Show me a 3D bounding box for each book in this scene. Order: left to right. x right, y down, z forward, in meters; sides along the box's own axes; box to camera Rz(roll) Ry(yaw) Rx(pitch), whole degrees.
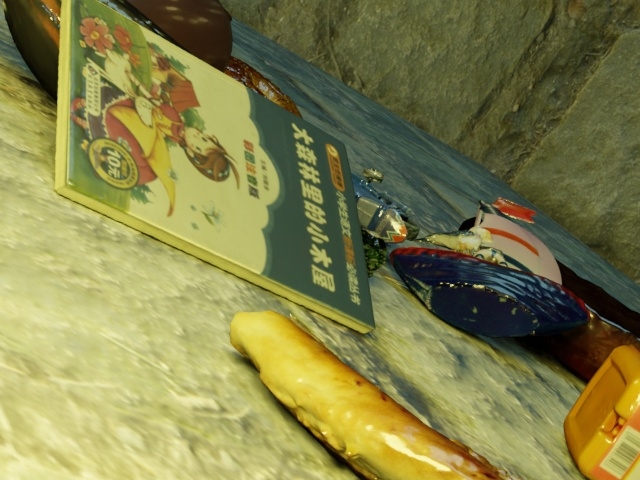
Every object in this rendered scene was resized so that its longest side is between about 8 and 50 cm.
[{"bbox_3d":[-0.084,-0.066,1.161,0.322,0.018,0.228,26,41,-35],"label":"book"}]

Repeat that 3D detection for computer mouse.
[{"bbox_3d":[-0.171,-0.146,1.290,0.323,0.116,0.183,38,11,-22],"label":"computer mouse"}]

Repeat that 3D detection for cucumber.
[{"bbox_3d":[0.000,-0.001,1.310,0.058,0.058,0.187,39,11,29],"label":"cucumber"}]

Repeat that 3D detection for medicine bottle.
[{"bbox_3d":[0.340,0.203,1.234,0.222,0.112,0.149,33,10,-2],"label":"medicine bottle"}]

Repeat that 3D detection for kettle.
[{"bbox_3d":[-0.200,-0.202,1.498,0.202,0.144,0.232,65,21,4],"label":"kettle"}]

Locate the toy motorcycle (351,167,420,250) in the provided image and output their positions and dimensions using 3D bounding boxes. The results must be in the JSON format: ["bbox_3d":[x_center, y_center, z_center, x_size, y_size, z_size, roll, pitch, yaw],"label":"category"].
[{"bbox_3d":[0.023,-0.056,1.601,0.205,0.076,0.114,32,11,13],"label":"toy motorcycle"}]

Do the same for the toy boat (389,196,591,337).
[{"bbox_3d":[0.218,0.035,1.566,0.219,0.072,0.318,29,26,23],"label":"toy boat"}]

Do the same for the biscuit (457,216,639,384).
[{"bbox_3d":[0.341,0.110,1.778,0.407,0.091,0.407,31,9,-5],"label":"biscuit"}]

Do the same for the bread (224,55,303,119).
[{"bbox_3d":[-0.098,-0.205,1.978,0.193,0.064,0.193,35,11,-8],"label":"bread"}]

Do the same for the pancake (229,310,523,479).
[{"bbox_3d":[0.082,0.137,0.894,0.266,0.057,0.244,40,11,38],"label":"pancake"}]

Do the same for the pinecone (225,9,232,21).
[{"bbox_3d":[-0.256,-0.467,1.873,0.398,0.397,0.398,32,10,-6],"label":"pinecone"}]
